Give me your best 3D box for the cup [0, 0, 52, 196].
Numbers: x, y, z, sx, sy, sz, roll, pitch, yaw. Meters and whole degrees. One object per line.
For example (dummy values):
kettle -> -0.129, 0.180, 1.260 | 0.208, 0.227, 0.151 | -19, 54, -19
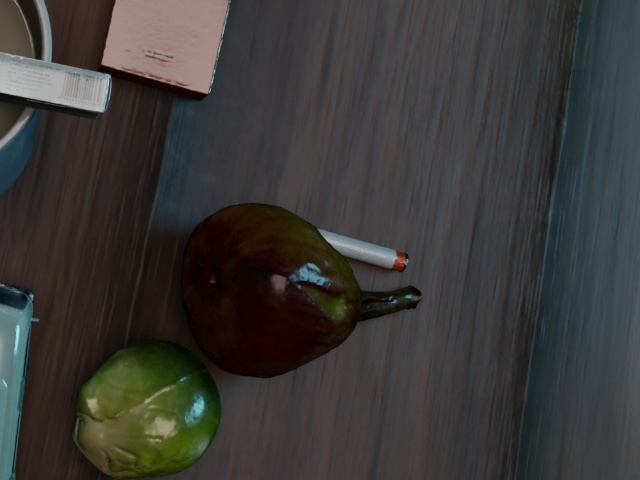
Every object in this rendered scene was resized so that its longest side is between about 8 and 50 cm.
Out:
cup -> -0.395, -0.108, 0.959 | 0.237, 0.327, 0.323 | 35, 74, -13

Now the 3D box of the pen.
pen -> 0.000, 0.000, 1.234 | 0.218, 0.026, 0.026 | 15, 80, -16

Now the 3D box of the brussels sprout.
brussels sprout -> -0.179, 0.181, 1.111 | 0.155, 0.117, 0.155 | -1, 80, 3

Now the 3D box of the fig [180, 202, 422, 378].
fig -> -0.004, 0.044, 1.154 | 0.290, 0.190, 0.191 | -8, 87, -18

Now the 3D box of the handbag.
handbag -> -0.169, -0.267, 1.190 | 0.127, 0.063, 0.190 | 14, 83, -16

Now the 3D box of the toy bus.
toy bus -> -0.353, 0.170, 1.029 | 0.133, 0.165, 0.271 | 7, 82, -17

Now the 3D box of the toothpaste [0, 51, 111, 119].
toothpaste -> -0.246, -0.125, 0.813 | 0.164, 0.046, 0.034 | 9, 84, -18
